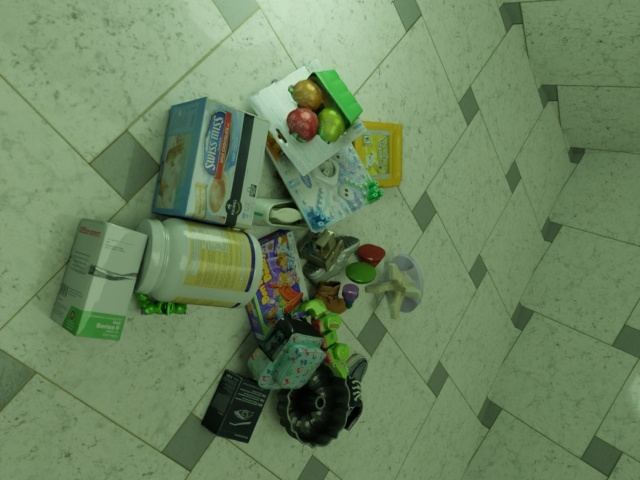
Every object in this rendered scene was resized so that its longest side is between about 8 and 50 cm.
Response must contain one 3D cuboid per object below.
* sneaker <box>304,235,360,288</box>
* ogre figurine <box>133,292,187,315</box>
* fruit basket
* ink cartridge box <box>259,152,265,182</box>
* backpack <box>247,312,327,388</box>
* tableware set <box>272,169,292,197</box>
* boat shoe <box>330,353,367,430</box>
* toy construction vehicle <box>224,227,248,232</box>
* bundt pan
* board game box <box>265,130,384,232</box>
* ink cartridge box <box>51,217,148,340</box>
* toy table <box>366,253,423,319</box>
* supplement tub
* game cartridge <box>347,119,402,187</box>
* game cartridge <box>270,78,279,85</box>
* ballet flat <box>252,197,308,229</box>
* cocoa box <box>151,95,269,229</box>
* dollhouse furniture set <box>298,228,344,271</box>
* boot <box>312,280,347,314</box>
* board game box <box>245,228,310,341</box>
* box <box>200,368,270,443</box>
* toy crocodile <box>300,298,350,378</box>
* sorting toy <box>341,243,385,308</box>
[{"bbox_3d":[0.052,0.082,2.006,0.281,0.105,0.115,-36,131,-24],"label":"sneaker"},{"bbox_3d":[-0.480,0.169,1.508,0.197,0.097,0.118,11,77,-55],"label":"ogre figurine"},{"bbox_3d":[-0.040,-0.440,1.760,0.353,0.165,0.327,-39,96,-23],"label":"fruit basket"},{"bbox_3d":[-0.232,-0.261,1.726,0.063,0.029,0.115,9,89,-43],"label":"ink cartridge box"},{"bbox_3d":[-0.121,0.412,1.734,0.253,0.191,0.225,-48,145,12],"label":"backpack"},{"bbox_3d":[-0.110,-0.250,1.847,0.141,0.020,0.168,44,66,-38],"label":"tableware set"},{"bbox_3d":[0.141,0.651,2.107,0.340,0.158,0.127,-55,128,-23],"label":"boat shoe"},{"bbox_3d":[-0.285,-0.027,1.702,0.098,0.035,0.086,-50,126,-27],"label":"toy construction vehicle"},{"bbox_3d":[-0.039,0.628,1.931,0.331,0.124,0.330,10,75,-41],"label":"bundt pan"},{"bbox_3d":[0.025,-0.270,1.839,0.390,0.050,0.389,-28,89,-38],"label":"board game box"},{"bbox_3d":[-0.588,0.098,1.315,0.122,0.211,0.289,19,83,-42],"label":"ink cartridge box"},{"bbox_3d":[0.352,0.212,2.207,0.161,0.252,0.274,-24,101,-56],"label":"toy table"},{"bbox_3d":[-0.362,0.067,1.436,0.331,0.241,0.240,12,87,-37],"label":"supplement tub"},{"bbox_3d":[0.245,-0.370,2.142,0.324,0.053,0.285,-9,102,-41],"label":"game cartridge"},{"bbox_3d":[-0.158,-0.532,1.768,0.056,0.017,0.083,17,84,-47],"label":"game cartridge"},{"bbox_3d":[-0.082,-0.096,1.817,0.400,0.139,0.139,-4,98,-43],"label":"ballet flat"},{"bbox_3d":[-0.334,-0.223,1.495,0.228,0.231,0.346,12,87,-42],"label":"cocoa box"},{"bbox_3d":[0.000,0.000,1.858,0.129,0.129,0.183,-54,157,-25],"label":"dollhouse furniture set"},{"bbox_3d":[0.057,0.225,1.992,0.197,0.073,0.152,-7,128,-39],"label":"boot"},{"bbox_3d":[-0.173,0.161,1.804,0.233,0.078,0.347,-28,114,-37],"label":"board game box"},{"bbox_3d":[-0.293,0.580,1.726,0.153,0.108,0.207,37,71,-40],"label":"box"},{"bbox_3d":[0.023,0.374,1.875,0.105,0.115,0.340,-27,107,-35],"label":"toy crocodile"},{"bbox_3d":[0.171,0.160,2.071,0.365,0.127,0.126,-55,156,-50],"label":"sorting toy"}]
